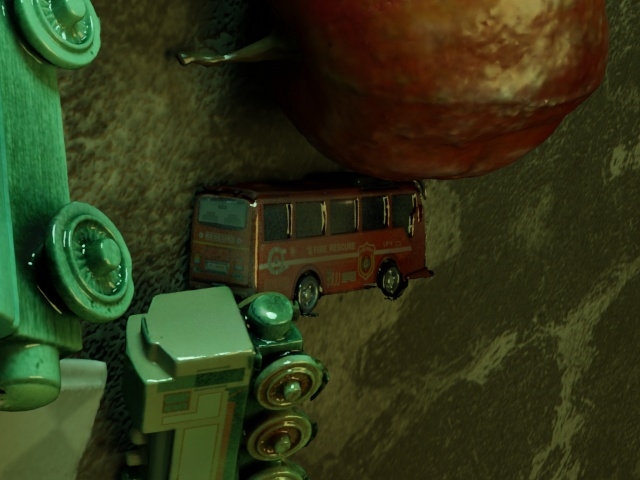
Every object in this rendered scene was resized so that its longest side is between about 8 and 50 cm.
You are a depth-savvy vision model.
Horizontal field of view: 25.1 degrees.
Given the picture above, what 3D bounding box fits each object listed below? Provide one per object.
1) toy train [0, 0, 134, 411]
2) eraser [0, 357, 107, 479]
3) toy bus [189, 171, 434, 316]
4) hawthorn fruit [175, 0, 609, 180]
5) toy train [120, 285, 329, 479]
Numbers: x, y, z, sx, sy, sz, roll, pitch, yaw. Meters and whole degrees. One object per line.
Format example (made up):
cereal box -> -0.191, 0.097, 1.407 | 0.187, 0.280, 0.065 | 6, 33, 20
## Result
toy train -> -0.168, -0.050, 0.642 | 0.159, 0.101, 0.248 | 27, 47, -54
eraser -> -0.251, 0.137, 0.618 | 0.397, 0.082, 0.213 | 17, 90, -67
toy bus -> 0.000, 0.000, 1.025 | 0.235, 0.073, 0.096 | -10, 105, -55
hawthorn fruit -> 0.041, -0.141, 0.913 | 0.272, 0.242, 0.242 | -15, 121, -21
toy train -> -0.068, 0.111, 0.923 | 0.125, 0.081, 0.194 | -6, 134, -19
